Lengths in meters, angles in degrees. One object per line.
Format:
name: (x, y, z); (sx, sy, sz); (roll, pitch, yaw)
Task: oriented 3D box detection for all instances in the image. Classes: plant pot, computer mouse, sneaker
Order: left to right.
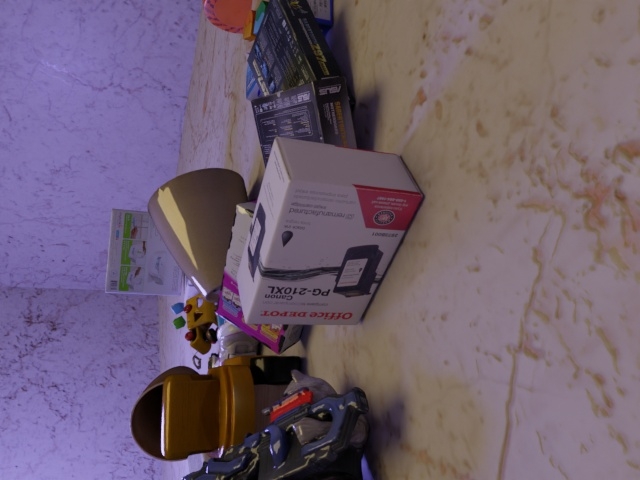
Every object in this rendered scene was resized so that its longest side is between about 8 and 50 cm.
plant pot: (-0.419, 0.472, 1.598); (0.254, 0.237, 0.237); (-141, 58, -75)
plant pot: (-0.268, 0.004, 1.357); (0.274, 0.256, 0.256); (66, 149, 22)
computer mouse: (-0.312, 0.385, 1.628); (0.193, 0.042, 0.106); (137, 138, -68)
sneaker: (-0.186, 0.282, 1.258); (0.111, 0.102, 0.252); (-115, 29, -45)

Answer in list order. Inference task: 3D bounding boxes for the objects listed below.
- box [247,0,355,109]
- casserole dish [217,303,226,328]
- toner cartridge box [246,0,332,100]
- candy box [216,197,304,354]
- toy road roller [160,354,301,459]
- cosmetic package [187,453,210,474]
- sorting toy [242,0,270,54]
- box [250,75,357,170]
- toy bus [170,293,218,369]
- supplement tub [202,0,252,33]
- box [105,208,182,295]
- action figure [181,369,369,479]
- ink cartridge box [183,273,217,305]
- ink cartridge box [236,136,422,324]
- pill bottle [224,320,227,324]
box: (-0.042, -0.279, 0.943); (0.233, 0.059, 0.183); (67, 151, 14)
casserole dish: (-0.257, 0.171, 1.531); (0.114, 0.037, 0.188); (-112, 34, -50)
toner cartridge box: (-0.075, -0.432, 1.131); (0.348, 0.075, 0.165); (153, 121, -65)
candy box: (-0.090, 0.062, 0.968); (0.159, 0.071, 0.234); (29, 120, 24)
toy road roller: (-0.182, 0.319, 1.023); (0.329, 0.240, 0.203); (145, 126, -63)
cosmetic package: (-0.253, 0.553, 1.339); (0.309, 0.113, 0.160); (-139, 56, -64)
sorting toy: (-0.115, -0.483, 1.088); (0.208, 0.038, 0.193); (-152, 69, -67)
box: (-0.025, -0.147, 0.857); (0.231, 0.056, 0.183); (12, 117, 61)
toy bus: (-0.342, 0.254, 1.643); (0.202, 0.104, 0.191); (64, -169, -3)
supplement tub: (-0.198, -0.695, 1.322); (0.207, 0.207, 0.338); (143, 128, -63)
box: (-0.556, 0.039, 1.745); (0.127, 0.231, 0.262); (180, 93, -72)
action figure: (-0.027, 0.342, 0.720); (0.341, 0.178, 0.330); (-29, 49, 34)
ink cartridge box: (-0.356, 0.048, 1.701); (0.273, 0.114, 0.198); (116, 151, -45)
ink cartridge box: (0.000, 0.000, 0.714); (0.100, 0.171, 0.237); (-109, 31, -46)
pill bottle: (-0.208, 0.216, 1.356); (0.116, 0.065, 0.065); (117, 149, -46)
